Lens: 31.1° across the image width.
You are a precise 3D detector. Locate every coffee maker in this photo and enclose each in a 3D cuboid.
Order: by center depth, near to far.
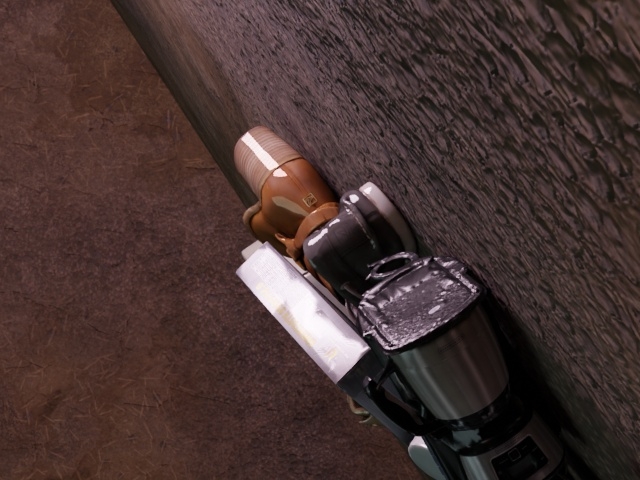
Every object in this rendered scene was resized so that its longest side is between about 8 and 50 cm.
[{"bbox_3d":[0.118,0.109,0.965,0.178,0.120,0.171,60,-161,-21],"label":"coffee maker"}]

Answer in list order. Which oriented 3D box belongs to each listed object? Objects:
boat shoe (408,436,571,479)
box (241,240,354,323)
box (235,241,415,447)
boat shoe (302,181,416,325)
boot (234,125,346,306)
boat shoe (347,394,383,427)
[{"bbox_3d":[0.182,0.206,1.022,0.219,0.070,0.077,23,150,36],"label":"boat shoe"},{"bbox_3d":[-0.020,0.074,1.852,0.148,0.121,0.311,58,175,-18],"label":"box"},{"bbox_3d":[0.021,0.120,1.322,0.231,0.056,0.183,44,179,44],"label":"box"},{"bbox_3d":[0.047,0.045,1.197,0.112,0.096,0.335,54,174,24],"label":"boat shoe"},{"bbox_3d":[0.000,0.000,1.449,0.220,0.109,0.283,49,165,29],"label":"boot"},{"bbox_3d":[0.094,0.249,1.925,0.121,0.110,0.341,52,173,40],"label":"boat shoe"}]
